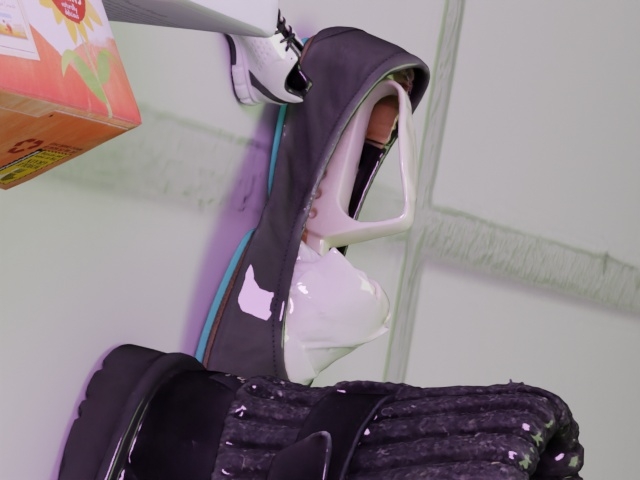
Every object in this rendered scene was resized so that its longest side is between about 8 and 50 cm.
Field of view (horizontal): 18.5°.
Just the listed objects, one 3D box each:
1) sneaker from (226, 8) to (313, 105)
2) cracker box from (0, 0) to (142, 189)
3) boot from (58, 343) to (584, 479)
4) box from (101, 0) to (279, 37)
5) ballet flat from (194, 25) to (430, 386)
[{"bbox_3d":[-0.031,-0.121,1.110,0.040,0.044,0.109,-61,148,-36],"label":"sneaker"},{"bbox_3d":[-0.154,-0.139,0.650,0.156,0.067,0.232,10,59,-67],"label":"cracker box"},{"bbox_3d":[-0.023,0.221,0.971,0.131,0.260,0.348,36,65,-64],"label":"boot"},{"bbox_3d":[-0.101,-0.156,0.765,0.091,0.170,0.130,9,89,-67],"label":"box"},{"bbox_3d":[0.000,0.000,1.159,0.095,0.096,0.280,48,55,-62],"label":"ballet flat"}]
